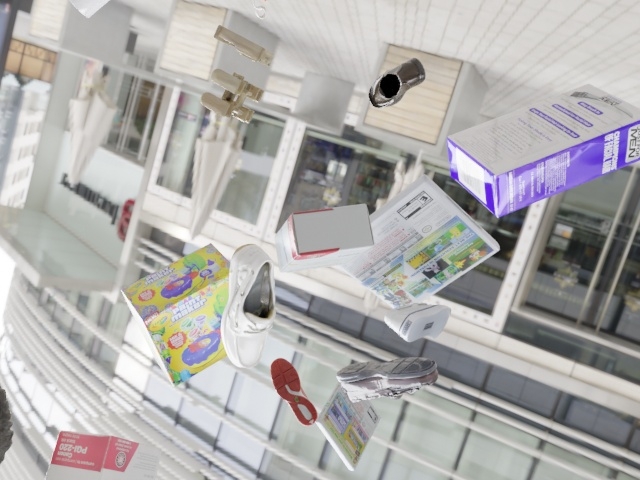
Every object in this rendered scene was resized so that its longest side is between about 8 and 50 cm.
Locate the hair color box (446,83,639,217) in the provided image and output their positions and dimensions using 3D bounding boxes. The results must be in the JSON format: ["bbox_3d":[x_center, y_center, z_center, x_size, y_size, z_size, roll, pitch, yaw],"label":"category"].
[{"bbox_3d":[0.446,-0.184,1.258,0.338,0.110,0.185,-22,-143,-7],"label":"hair color box"}]

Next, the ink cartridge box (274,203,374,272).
[{"bbox_3d":[0.000,0.000,1.068,0.127,0.072,0.175,-8,171,-15],"label":"ink cartridge box"}]

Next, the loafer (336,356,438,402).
[{"bbox_3d":[0.172,0.352,1.575,0.302,0.095,0.109,-14,-173,44],"label":"loafer"}]

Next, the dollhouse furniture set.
[{"bbox_3d":[-0.275,-0.503,1.945,0.161,0.242,0.212,30,-168,10],"label":"dollhouse furniture set"}]

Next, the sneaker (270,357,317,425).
[{"bbox_3d":[-0.090,0.470,1.946,0.087,0.221,0.128,-24,165,-14],"label":"sneaker"}]

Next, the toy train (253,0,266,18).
[{"bbox_3d":[-0.110,-0.633,1.582,0.125,0.166,0.046,60,-165,-13],"label":"toy train"}]

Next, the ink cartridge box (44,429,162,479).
[{"bbox_3d":[-0.320,0.393,0.895,0.092,0.218,0.158,0,155,16],"label":"ink cartridge box"}]

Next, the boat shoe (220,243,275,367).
[{"bbox_3d":[-0.139,0.150,1.295,0.098,0.277,0.096,-12,-154,-35],"label":"boat shoe"}]

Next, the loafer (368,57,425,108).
[{"bbox_3d":[0.164,-0.374,1.528,0.078,0.080,0.220,-27,180,-23],"label":"loafer"}]

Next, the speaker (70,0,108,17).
[{"bbox_3d":[-0.330,-0.409,0.986,0.055,0.136,0.055,52,-172,-11],"label":"speaker"}]

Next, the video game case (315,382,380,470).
[{"bbox_3d":[0.084,0.518,1.835,0.023,0.212,0.193,-8,-147,40],"label":"video game case"}]

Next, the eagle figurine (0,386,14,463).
[{"bbox_3d":[-0.603,0.355,0.964,0.225,0.298,0.226,19,-145,7],"label":"eagle figurine"}]

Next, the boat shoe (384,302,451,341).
[{"bbox_3d":[0.242,0.186,1.556,0.084,0.095,0.258,30,-170,30],"label":"boat shoe"}]

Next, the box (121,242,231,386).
[{"bbox_3d":[-0.370,0.212,1.836,0.290,0.279,0.177,-29,-140,-20],"label":"box"}]

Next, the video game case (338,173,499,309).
[{"bbox_3d":[0.231,0.023,1.605,0.300,0.329,0.036,38,-152,-26],"label":"video game case"}]
